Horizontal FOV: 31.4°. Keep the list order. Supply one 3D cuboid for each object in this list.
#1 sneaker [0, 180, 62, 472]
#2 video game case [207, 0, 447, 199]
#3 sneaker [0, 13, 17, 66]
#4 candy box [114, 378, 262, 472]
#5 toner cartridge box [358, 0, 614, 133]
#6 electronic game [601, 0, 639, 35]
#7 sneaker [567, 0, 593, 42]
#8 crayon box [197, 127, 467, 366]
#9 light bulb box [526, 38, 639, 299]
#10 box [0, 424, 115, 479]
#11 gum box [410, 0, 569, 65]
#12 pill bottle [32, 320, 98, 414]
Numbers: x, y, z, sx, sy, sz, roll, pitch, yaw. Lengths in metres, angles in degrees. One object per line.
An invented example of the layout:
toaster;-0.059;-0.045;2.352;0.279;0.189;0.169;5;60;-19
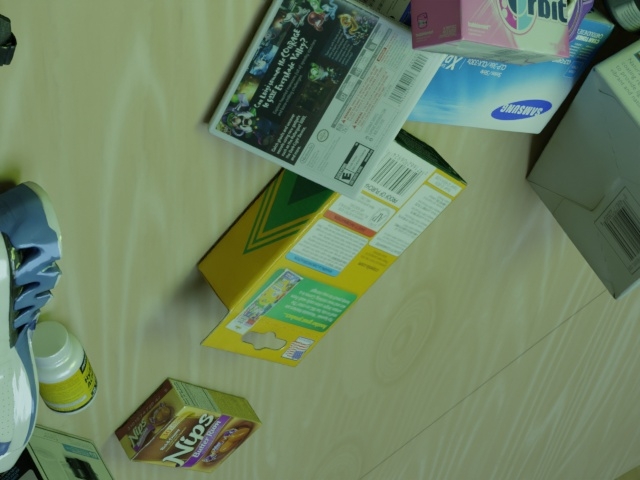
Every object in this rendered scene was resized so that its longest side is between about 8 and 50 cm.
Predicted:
sneaker;-0.363;0.087;1.076;0.182;0.127;0.316;-8;131;-34
video game case;0.004;-0.150;1.133;0.173;0.022;0.190;24;120;-14
sneaker;-0.324;-0.158;0.840;0.217;0.079;0.121;0;129;-57
candy box;-0.174;0.253;1.530;0.109;0.053;0.186;-45;147;12
toner cartridge box;0.168;-0.213;1.262;0.347;0.075;0.165;-1;134;-45
electronic game;0.401;-0.349;1.313;0.229;0.048;0.229;-21;125;-32
sneaker;0.270;-0.289;1.225;0.071;0.068;0.170;40;67;-50
crayon box;0.000;0.000;1.355;0.323;0.083;0.203;-48;147;13
light bulb box;0.505;-0.146;1.467;0.361;0.225;0.358;-31;166;-12
box;-0.279;0.356;1.328;0.087;0.290;0.169;-42;148;6
gum box;0.170;-0.233;1.105;0.188;0.062;0.107;-2;90;-45
pill bottle;-0.288;0.139;1.255;0.065;0.065;0.116;-29;147;-15
